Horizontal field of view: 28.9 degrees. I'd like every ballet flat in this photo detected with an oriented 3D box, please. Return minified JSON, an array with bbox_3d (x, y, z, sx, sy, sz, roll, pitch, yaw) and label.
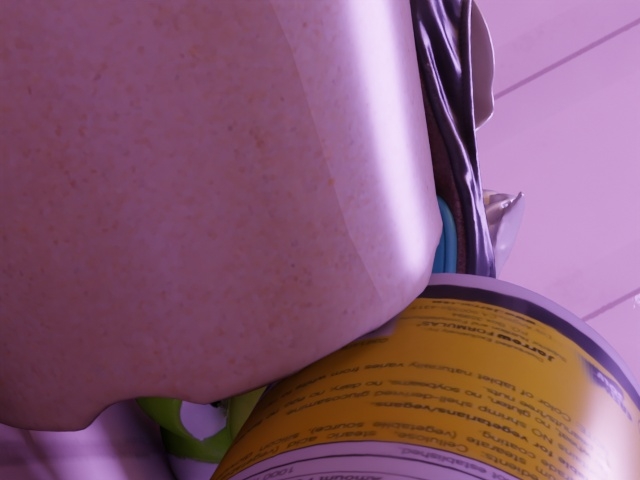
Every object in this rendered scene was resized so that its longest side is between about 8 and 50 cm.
[{"bbox_3d":[0.061,-0.039,0.655,0.095,0.096,0.280,12,-70,50],"label":"ballet flat"}]

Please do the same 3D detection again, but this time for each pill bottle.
[{"bbox_3d":[0.029,0.153,0.441,0.188,0.188,0.334,62,22,-12],"label":"pill bottle"}]

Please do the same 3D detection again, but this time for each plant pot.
[{"bbox_3d":[-0.090,-0.103,0.526,0.334,0.334,0.305,-114,-173,-75],"label":"plant pot"}]

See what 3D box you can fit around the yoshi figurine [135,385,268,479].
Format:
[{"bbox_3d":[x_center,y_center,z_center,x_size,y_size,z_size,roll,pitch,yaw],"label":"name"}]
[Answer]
[{"bbox_3d":[0.013,0.171,0.867,0.362,0.203,0.203,51,19,-44],"label":"yoshi figurine"}]
